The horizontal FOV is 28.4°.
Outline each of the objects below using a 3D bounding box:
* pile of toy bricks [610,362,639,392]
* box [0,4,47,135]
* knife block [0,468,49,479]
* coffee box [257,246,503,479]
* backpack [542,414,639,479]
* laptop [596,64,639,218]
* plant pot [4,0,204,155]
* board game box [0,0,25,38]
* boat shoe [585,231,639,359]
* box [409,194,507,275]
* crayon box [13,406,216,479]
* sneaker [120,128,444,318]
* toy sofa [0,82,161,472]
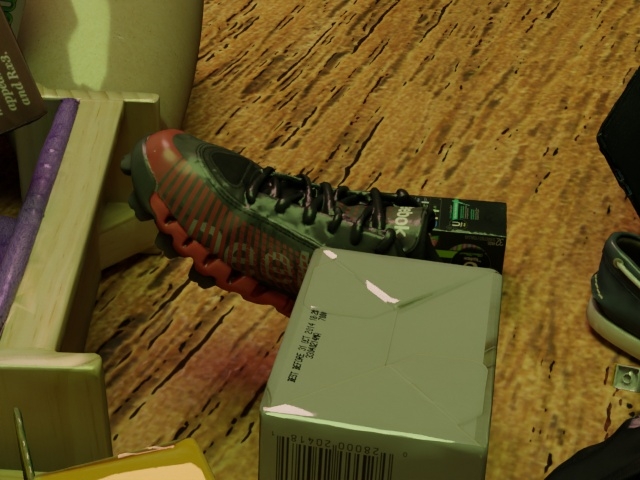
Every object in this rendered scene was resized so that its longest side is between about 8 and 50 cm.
[{"bbox_3d":[0.289,0.143,0.796,0.212,0.118,0.105,10,-2,32],"label":"pile of toy bricks"},{"bbox_3d":[-0.370,-0.127,0.922,0.143,0.191,0.381,-30,15,-34],"label":"box"},{"bbox_3d":[-0.277,0.175,0.715,0.276,0.088,0.242,-26,43,-34],"label":"knife block"},{"bbox_3d":[0.026,0.147,0.620,0.098,0.246,0.141,7,31,8],"label":"coffee box"},{"bbox_3d":[0.209,0.177,0.598,0.263,0.213,0.276,-23,10,30],"label":"backpack"},{"bbox_3d":[0.369,-0.045,1.027,0.136,0.264,0.234,-22,17,37],"label":"laptop"},{"bbox_3d":[-0.212,-0.176,1.144,0.256,0.256,0.274,-6,51,-12],"label":"plant pot"},{"bbox_3d":[-0.320,-0.185,1.067,0.053,0.305,0.193,1,28,-39],"label":"board game box"},{"bbox_3d":[0.311,0.068,0.907,0.095,0.079,0.254,-26,43,-38],"label":"boat shoe"},{"bbox_3d":[0.105,0.004,1.010,0.083,0.062,0.052,4,35,5],"label":"box"},{"bbox_3d":[-0.055,0.231,0.536,0.081,0.202,0.318,-12,36,-20],"label":"crayon box"},{"bbox_3d":[0.000,0.000,0.848,0.276,0.135,0.097,37,31,-9],"label":"sneaker"},{"bbox_3d":[-0.211,0.035,0.874,0.177,0.150,0.362,2,34,-1],"label":"toy sofa"}]
